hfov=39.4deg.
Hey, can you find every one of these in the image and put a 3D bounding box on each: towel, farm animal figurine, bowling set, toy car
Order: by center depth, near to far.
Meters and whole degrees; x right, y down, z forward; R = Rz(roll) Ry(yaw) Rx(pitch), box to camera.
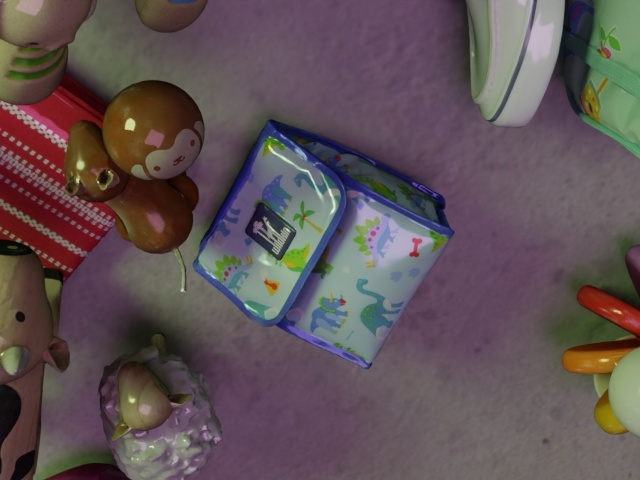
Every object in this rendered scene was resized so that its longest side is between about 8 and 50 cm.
[{"bbox_3d":[-0.098,-0.139,0.432,0.287,0.154,0.200,-40,95,-23],"label":"bowling set"},{"bbox_3d":[-0.228,0.058,0.536,0.330,0.172,0.327,-7,121,-11],"label":"farm animal figurine"},{"bbox_3d":[-0.261,-0.018,0.604,0.198,0.031,0.275,37,105,-28],"label":"towel"},{"bbox_3d":[0.282,0.070,0.728,0.182,0.159,0.136,-36,82,6],"label":"toy car"}]

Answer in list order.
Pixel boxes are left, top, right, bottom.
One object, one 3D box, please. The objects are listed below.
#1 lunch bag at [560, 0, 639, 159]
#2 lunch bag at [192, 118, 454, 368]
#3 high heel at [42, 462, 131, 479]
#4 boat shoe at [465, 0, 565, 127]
[{"bbox_3d":[0.235,-0.138,0.519,0.107,0.279,0.224,-1,118,-8],"label":"lunch bag"},{"bbox_3d":[0.000,0.000,0.644,0.151,0.096,0.129,27,110,-9],"label":"lunch bag"},{"bbox_3d":[-0.152,0.281,0.765,0.117,0.082,0.244,-4,132,17],"label":"high heel"},{"bbox_3d":[0.107,-0.201,0.574,0.084,0.095,0.258,-2,106,-8],"label":"boat shoe"}]
